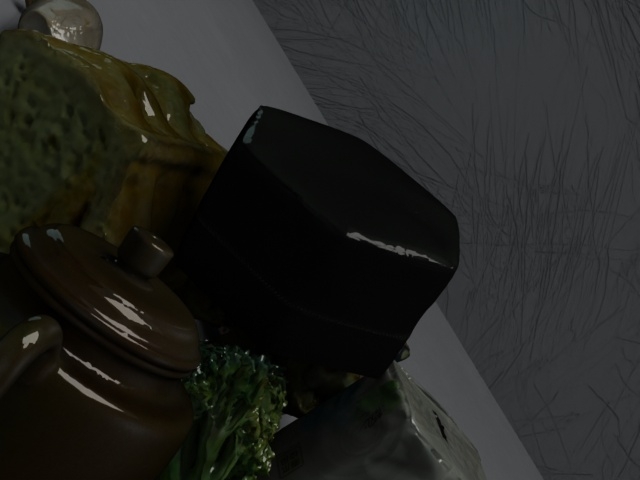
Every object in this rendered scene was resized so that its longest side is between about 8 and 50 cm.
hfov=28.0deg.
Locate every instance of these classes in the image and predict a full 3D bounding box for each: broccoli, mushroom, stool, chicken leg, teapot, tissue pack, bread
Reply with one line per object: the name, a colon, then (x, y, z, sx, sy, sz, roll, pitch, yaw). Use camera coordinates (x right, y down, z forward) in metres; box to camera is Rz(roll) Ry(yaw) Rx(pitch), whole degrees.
broccoli: (-0.118, 0.172, 1.044, 0.194, 0.194, 0.220, 57, -11, 4)
mushroom: (-0.301, -0.242, 1.476, 0.097, 0.088, 0.212, 16, 22, -19)
stool: (0.000, 0.000, 1.091, 0.232, 0.141, 0.232, 26, 23, -12)
chicken leg: (-0.087, 0.028, 1.268, 0.152, 0.201, 0.429, -8, 40, -37)
teapot: (-0.158, 0.067, 0.793, 0.185, 0.175, 0.267, 36, 6, 3)
tissue pack: (0.023, 0.244, 1.122, 0.159, 0.229, 0.145, 49, 15, -35)
bread: (-0.206, -0.058, 1.131, 0.196, 0.239, 0.252, 20, -4, 19)

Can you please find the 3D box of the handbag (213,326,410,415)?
handbag: (-0.036, 0.061, 1.467, 0.190, 0.193, 0.251, 52, 9, -46)
